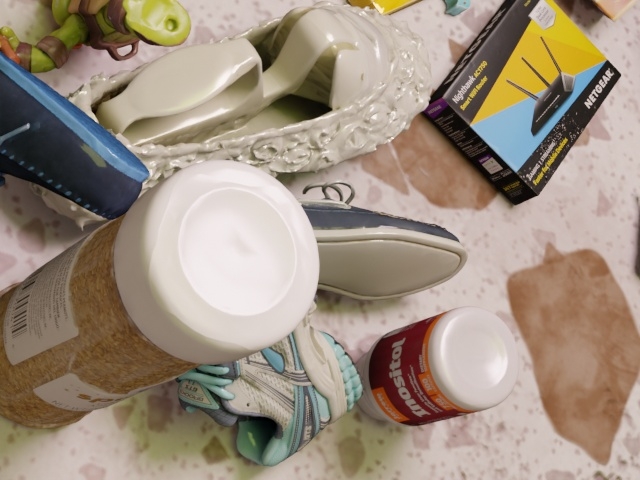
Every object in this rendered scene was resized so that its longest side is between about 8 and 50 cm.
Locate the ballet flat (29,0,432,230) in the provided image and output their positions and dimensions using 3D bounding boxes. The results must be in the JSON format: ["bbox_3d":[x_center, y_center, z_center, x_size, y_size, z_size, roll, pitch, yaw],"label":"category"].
[{"bbox_3d":[-0.049,-0.121,1.312,0.409,0.147,0.147,-24,89,-32],"label":"ballet flat"}]

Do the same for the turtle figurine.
[{"bbox_3d":[-0.167,-0.181,1.251,0.269,0.217,0.087,-42,114,-26],"label":"turtle figurine"}]

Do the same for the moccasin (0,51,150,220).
[{"bbox_3d":[-0.273,-0.094,1.154,0.342,0.138,0.116,32,87,25],"label":"moccasin"}]

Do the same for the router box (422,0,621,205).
[{"bbox_3d":[0.194,-0.141,1.520,0.133,0.046,0.179,44,60,-12],"label":"router box"}]

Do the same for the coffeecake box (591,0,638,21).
[{"bbox_3d":[0.278,-0.333,1.567,0.142,0.068,0.185,-42,101,10],"label":"coffeecake box"}]

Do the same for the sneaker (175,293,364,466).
[{"bbox_3d":[-0.064,0.078,1.226,0.122,0.110,0.283,-48,132,-17],"label":"sneaker"}]

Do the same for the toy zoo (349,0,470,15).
[{"bbox_3d":[0.049,-0.335,1.503,0.192,0.030,0.293,-41,97,-32],"label":"toy zoo"}]

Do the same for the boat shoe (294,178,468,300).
[{"bbox_3d":[0.000,0.000,1.342,0.255,0.095,0.079,-2,48,-17],"label":"boat shoe"}]

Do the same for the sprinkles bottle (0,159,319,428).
[{"bbox_3d":[-0.135,0.048,1.096,0.121,0.355,0.121,8,73,-28],"label":"sprinkles bottle"}]

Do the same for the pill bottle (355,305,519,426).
[{"bbox_3d":[0.090,0.109,1.327,0.086,0.152,0.086,8,72,-27],"label":"pill bottle"}]
